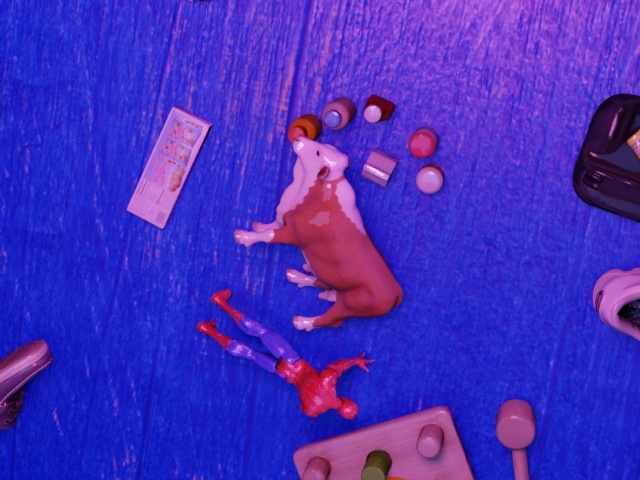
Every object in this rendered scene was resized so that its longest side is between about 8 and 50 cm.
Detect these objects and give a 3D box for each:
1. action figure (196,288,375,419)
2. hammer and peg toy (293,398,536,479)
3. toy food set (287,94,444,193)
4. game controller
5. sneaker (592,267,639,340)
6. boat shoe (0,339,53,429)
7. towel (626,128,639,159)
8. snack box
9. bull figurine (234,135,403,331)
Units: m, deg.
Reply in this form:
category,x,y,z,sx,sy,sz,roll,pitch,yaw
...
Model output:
category,x,y,z,sx,sy,sz,roll,pitch,yaw
action figure,-0.037,0.177,1.910,0.280,0.139,0.091,36,111,24
hammer and peg toy,0.166,0.386,1.889,0.361,0.127,0.266,-17,99,14
toy food set,0.074,-0.140,1.797,0.232,0.104,0.111,27,106,4
game controller,0.519,-0.087,1.757,0.319,0.067,0.166,20,91,5
sneaker,0.547,0.119,1.749,0.330,0.146,0.122,5,102,8
boat shoe,-0.518,0.258,2.009,0.285,0.103,0.092,-36,99,20
towel,0.526,-0.073,1.714,0.102,0.021,0.237,-37,86,8
snack box,-0.228,-0.110,1.905,0.064,0.022,0.178,28,106,4
bull figurine,0.000,0.000,1.807,0.188,0.101,0.310,-16,121,24
